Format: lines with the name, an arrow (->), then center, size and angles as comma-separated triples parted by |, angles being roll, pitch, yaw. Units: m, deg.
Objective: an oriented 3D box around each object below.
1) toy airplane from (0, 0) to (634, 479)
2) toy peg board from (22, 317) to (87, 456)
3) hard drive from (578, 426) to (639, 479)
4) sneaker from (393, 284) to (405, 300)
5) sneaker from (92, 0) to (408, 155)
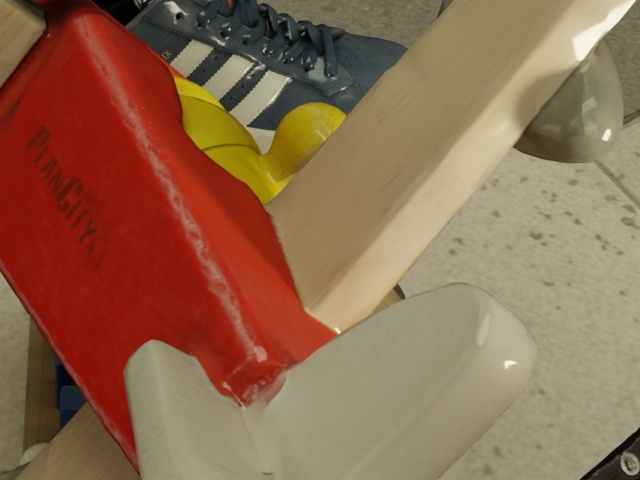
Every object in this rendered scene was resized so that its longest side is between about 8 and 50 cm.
toy airplane -> -0.031, 0.031, 0.515 | 0.386, 0.272, 0.384 | -6, 67, 33
toy peg board -> -0.092, 0.059, 0.710 | 0.160, 0.079, 0.161 | 0, 39, -11
hard drive -> 0.267, 0.161, 0.604 | 0.339, 0.064, 0.237 | -30, 74, -36
sneaker -> 0.000, 0.000, 0.815 | 0.166, 0.065, 0.076 | 34, 42, 26
sneaker -> -0.084, -0.160, 0.924 | 0.350, 0.148, 0.131 | -1, 40, -12
